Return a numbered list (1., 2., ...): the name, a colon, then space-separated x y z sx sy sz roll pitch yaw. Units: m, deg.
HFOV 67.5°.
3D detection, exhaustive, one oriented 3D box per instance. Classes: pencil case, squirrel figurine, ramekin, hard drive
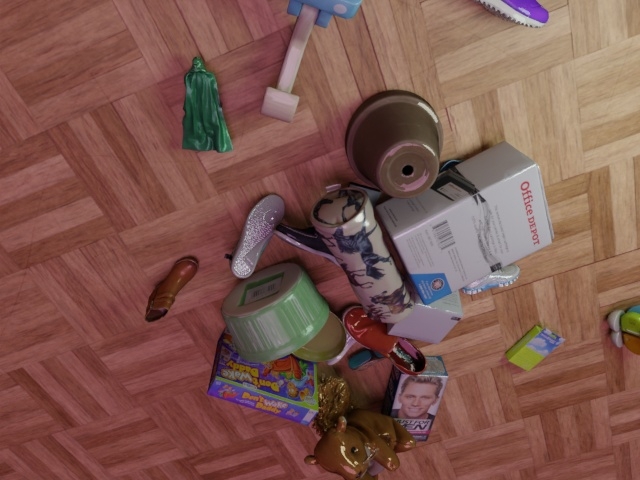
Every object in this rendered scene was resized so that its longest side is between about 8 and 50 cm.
1. pencil case: 0.121 0.041 1.304 0.159 0.184 0.410 -28 123 5
2. squirrel figurine: 0.073 0.658 1.608 0.281 0.397 0.370 -49 144 8
3. ramekin: -0.140 0.196 1.398 0.303 0.303 0.148 -21 112 10
4. hard drive: 0.108 -0.096 1.389 0.094 0.022 0.135 13 119 -11

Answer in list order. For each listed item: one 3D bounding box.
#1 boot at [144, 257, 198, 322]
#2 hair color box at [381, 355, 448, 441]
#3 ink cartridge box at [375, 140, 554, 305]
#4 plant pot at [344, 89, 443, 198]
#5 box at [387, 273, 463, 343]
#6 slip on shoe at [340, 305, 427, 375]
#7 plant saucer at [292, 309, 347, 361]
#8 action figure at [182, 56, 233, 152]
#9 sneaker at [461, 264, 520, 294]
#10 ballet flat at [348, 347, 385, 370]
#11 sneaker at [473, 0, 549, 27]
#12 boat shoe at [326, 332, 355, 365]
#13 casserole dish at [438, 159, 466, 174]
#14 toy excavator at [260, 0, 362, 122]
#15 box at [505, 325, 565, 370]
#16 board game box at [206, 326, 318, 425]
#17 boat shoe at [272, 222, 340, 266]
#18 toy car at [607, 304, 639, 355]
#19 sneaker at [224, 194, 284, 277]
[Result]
1. boot: -0.445 0.153 1.435 0.073 0.152 0.197 39 112 -22
2. hair color box: 0.334 0.581 1.755 0.173 0.105 0.348 4 120 -5
3. ink cartridge box: 0.392 -0.042 1.305 0.394 0.166 0.286 -27 126 5
4. plant pot: 0.200 -0.219 1.202 0.262 0.229 0.263 -2 120 -3
5. box: 0.320 0.218 1.505 0.180 0.119 0.182 14 136 -10
6. slip on shoe: 0.213 0.323 1.555 0.331 0.101 0.123 38 77 -2
7. plant saucer: -0.027 0.296 1.580 0.240 0.037 0.241 7 119 12
8. action figure: -0.293 -0.339 1.202 0.137 0.064 0.232 1 125 -1
9. sneaker: 0.526 0.103 1.487 0.190 0.071 0.083 -19 117 0
10. ballet flat: 0.192 0.395 1.670 0.206 0.073 0.067 -28 145 17
11. sneaker: 0.410 -0.589 1.064 0.293 0.102 0.146 21 117 -14
12. boat shoe: 0.068 0.348 1.629 0.063 0.066 0.184 36 114 -10
13. casserole dish: 0.362 -0.150 1.361 0.114 0.037 0.188 21 118 -15
14. toy excavator: -0.014 -0.522 1.033 0.222 0.445 0.433 15 78 -10
15. box: 0.754 0.376 1.687 0.109 0.042 0.178 28 115 -19
16. board game box: -0.179 0.443 1.574 0.346 0.233 0.078 23 117 -16
17. boat shoe: 0.000 0.000 1.375 0.302 0.114 0.091 24 91 -38
18. toy car: 1.075 0.294 1.611 0.136 0.159 0.182 -40 120 -20
19. sneaker: -0.196 -0.015 1.387 0.094 0.151 0.256 30 80 -16
